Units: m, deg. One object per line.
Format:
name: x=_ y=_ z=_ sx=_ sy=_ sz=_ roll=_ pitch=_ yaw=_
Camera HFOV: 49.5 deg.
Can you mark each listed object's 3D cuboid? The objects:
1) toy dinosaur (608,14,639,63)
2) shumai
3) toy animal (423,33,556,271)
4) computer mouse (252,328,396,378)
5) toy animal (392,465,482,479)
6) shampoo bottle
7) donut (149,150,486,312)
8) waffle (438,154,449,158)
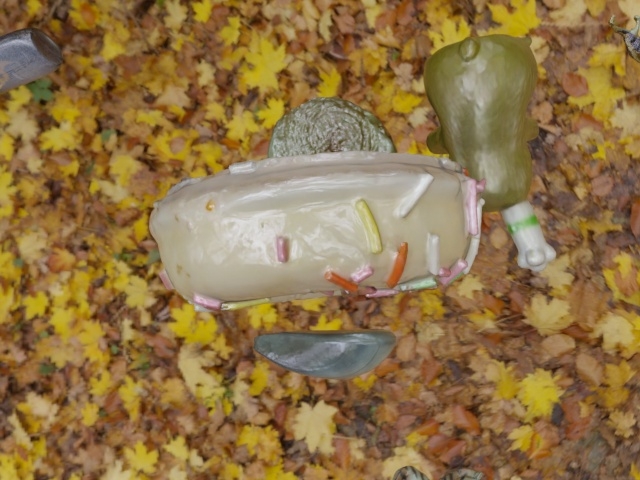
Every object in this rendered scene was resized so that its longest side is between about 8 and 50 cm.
toy dinosaur: x=0.536 y=-0.330 z=1.168 sx=0.058 sy=0.180 sz=0.037 roll=-58 pitch=26 yaw=-6
shumai: x=0.025 y=-0.172 z=1.711 sx=0.304 sy=0.263 sz=0.309 roll=-10 pitch=75 yaw=-5
toy animal: x=0.257 y=-0.136 z=1.081 sx=0.181 sy=0.180 sz=0.362 roll=-6 pitch=108 yaw=12
computer mouse: x=0.004 y=0.269 z=1.661 sx=0.371 sy=0.188 sz=0.121 roll=-2 pitch=84 yaw=30
toy animal: x=0.194 y=0.498 z=1.270 sx=0.090 sy=0.255 sz=0.169 roll=4 pitch=79 yaw=45
shampoo bottle: x=-0.528 y=-0.275 z=1.115 sx=0.234 sy=0.087 sz=0.049 roll=-13 pitch=59 yaw=21
donut: x=0.000 y=0.000 z=0.791 sx=0.383 sy=0.383 sz=0.142 roll=-8 pitch=85 yaw=26
waffle: x=0.401 y=-0.239 z=1.758 sx=0.060 sy=0.262 sz=0.280 roll=26 pitch=132 yaw=44
